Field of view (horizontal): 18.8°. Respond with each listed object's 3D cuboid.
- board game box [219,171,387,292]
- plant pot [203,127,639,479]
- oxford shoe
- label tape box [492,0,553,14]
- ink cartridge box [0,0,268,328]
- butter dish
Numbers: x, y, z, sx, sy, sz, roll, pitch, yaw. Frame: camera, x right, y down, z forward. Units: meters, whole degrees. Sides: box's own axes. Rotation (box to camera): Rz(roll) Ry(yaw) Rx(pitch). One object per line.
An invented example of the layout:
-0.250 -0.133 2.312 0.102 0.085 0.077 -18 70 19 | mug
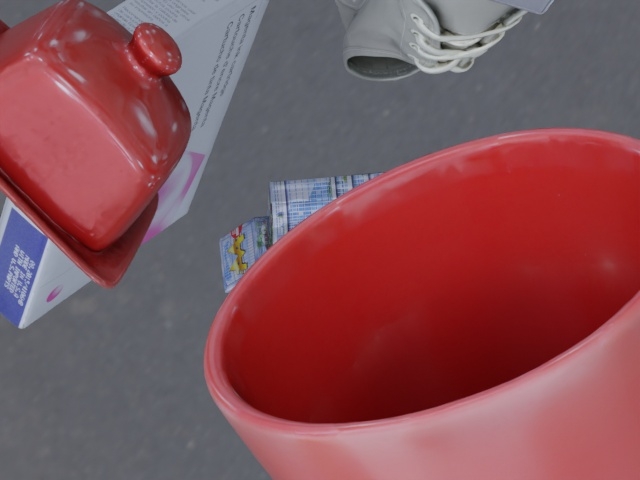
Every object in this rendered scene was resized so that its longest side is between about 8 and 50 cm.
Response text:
0.000 0.000 1.858 0.194 0.194 0.060 -6 70 -3 | board game box
0.108 0.110 1.058 0.275 0.275 0.243 -12 119 25 | plant pot
0.123 -0.218 1.735 0.169 0.449 0.130 -2 88 -18 | oxford shoe
-0.009 -0.294 1.134 0.347 0.249 0.115 14 136 -25 | label tape box
-0.144 -0.111 1.724 0.071 0.330 0.324 40 138 14 | ink cartridge box
-0.129 -0.080 1.118 0.118 0.160 0.160 -39 104 20 | butter dish
